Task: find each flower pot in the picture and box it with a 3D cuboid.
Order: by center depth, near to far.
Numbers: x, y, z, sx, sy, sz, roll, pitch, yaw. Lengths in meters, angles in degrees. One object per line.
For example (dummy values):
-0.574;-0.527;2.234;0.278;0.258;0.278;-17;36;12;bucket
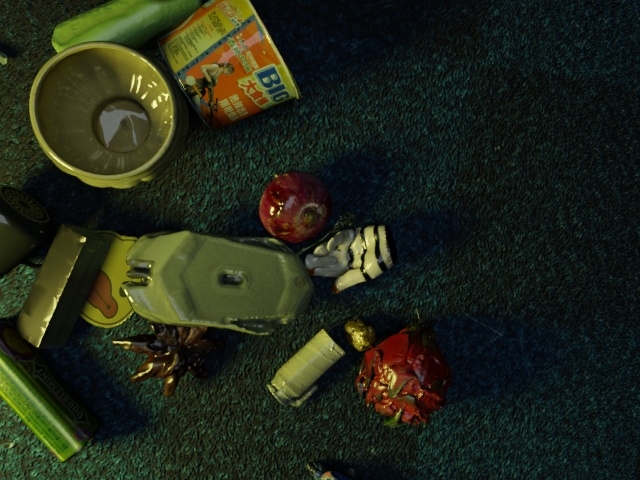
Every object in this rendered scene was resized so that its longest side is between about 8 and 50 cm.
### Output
-0.437;-0.260;1.122;0.308;0.244;0.306;0;93;-10;flower pot

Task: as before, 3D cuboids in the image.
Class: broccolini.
0.000;0.000;1.304;0.218;0.042;0.044;-39;98;1;broccolini

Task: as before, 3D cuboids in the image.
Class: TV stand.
-0.584;0.102;1.171;0.088;0.083;0.269;25;91;21;TV stand

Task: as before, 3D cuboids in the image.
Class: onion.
-0.060;-0.078;1.232;0.178;0.153;0.177;0;90;-29;onion

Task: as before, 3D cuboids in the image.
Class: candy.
-0.430;-0.491;1.166;0.344;0.142;0.131;-31;88;-7;candy

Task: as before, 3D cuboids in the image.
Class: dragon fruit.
0.209;0.307;1.273;0.234;0.233;0.292;17;59;-8;dragon fruit

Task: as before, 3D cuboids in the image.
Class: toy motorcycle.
0.057;0.618;1.289;0.205;0.114;0.076;32;87;-8;toy motorcycle

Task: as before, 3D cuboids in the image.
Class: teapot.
-0.030;0.326;1.289;0.200;0.077;0.107;-42;117;-5;teapot

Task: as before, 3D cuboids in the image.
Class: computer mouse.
-0.227;0.099;1.194;0.430;0.145;0.227;8;75;-18;computer mouse

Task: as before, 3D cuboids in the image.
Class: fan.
-0.524;0.119;1.197;0.229;0.011;0.335;44;100;18;fan

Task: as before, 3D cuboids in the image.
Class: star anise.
-0.335;0.246;1.198;0.272;0.103;0.271;-6;103;-28;star anise

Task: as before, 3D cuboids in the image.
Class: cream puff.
0.100;0.237;1.304;0.083;0.058;0.083;-16;76;34;cream puff

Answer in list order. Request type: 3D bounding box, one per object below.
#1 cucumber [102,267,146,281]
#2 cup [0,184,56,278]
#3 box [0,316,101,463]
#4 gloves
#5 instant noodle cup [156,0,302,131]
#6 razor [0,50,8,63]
-0.448;0.103;1.223;0.117;0.062;0.115;0;90;9;cucumber
-0.687;-0.004;1.146;0.176;0.169;0.223;-47;127;0;cup
-0.645;0.335;1.169;0.097;0.134;0.345;-38;96;-6;box
0.070;0.039;1.277;0.219;0.131;0.139;-15;105;20;gloves
-0.204;-0.387;1.143;0.214;0.296;0.296;-31;96;2;instant noodle cup
-0.797;-0.454;1.165;0.191;0.037;0.068;24;131;-12;razor
